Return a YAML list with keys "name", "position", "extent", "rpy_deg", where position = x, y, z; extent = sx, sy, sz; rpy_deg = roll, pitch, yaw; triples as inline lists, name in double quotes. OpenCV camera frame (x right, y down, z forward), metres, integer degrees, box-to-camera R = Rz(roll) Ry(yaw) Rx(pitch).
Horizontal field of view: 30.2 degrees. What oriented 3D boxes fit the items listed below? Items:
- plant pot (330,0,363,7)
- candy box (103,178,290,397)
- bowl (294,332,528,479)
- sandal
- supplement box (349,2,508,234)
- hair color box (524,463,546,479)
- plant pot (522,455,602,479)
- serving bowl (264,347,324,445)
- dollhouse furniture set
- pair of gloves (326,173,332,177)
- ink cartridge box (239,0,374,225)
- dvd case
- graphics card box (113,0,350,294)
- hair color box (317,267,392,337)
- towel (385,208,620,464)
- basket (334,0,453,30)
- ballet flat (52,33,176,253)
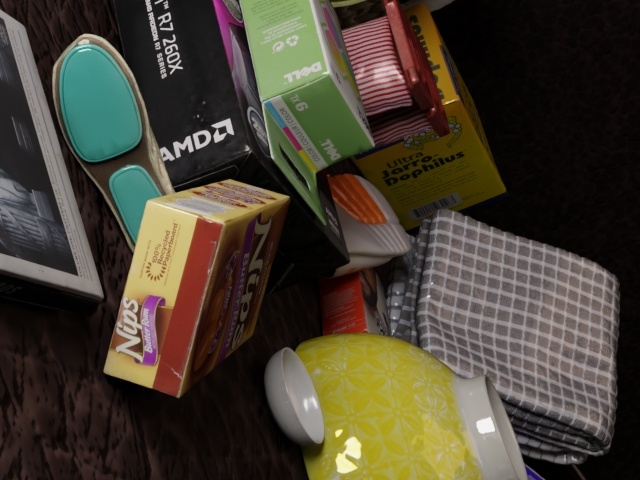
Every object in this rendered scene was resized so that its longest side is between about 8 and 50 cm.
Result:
- name: "plant pot"
  position: [-0.015, -0.448, 1.580]
  extent: [0.293, 0.275, 0.274]
  rpy_deg: [-133, -162, -75]
- name: "candy box"
  position: [-0.073, 0.023, 0.765]
  extent: [0.187, 0.053, 0.109]
  rpy_deg: [-40, 146, -78]
- name: "bowl"
  position: [0.101, 0.203, 1.105]
  extent: [0.289, 0.156, 0.289]
  rpy_deg: [-22, 90, -79]
- name: "sandal"
  position: [-0.005, -0.009, 1.222]
  extent: [0.265, 0.076, 0.102]
  rpy_deg: [-3, 60, -55]
- name: "supplement box"
  position: [0.154, -0.186, 1.936]
  extent: [0.356, 0.195, 0.194]
  rpy_deg: [47, 25, -60]
- name: "hair color box"
  position: [0.240, 0.363, 1.306]
  extent: [0.185, 0.110, 0.339]
  rpy_deg: [66, -8, -13]
- name: "plant pot"
  position: [0.258, 0.303, 1.604]
  extent: [0.167, 0.188, 0.187]
  rpy_deg: [60, 12, -1]
- name: "serving bowl"
  position: [-0.026, 0.131, 0.973]
  extent: [0.083, 0.027, 0.083]
  rpy_deg: [-21, 90, -79]
- name: "dollhouse furniture set"
  position: [-0.018, -0.258, 1.271]
  extent: [0.152, 0.201, 0.374]
  rpy_deg: [44, 28, -64]
- name: "pair of gloves"
  position: [0.015, -0.057, 1.532]
  extent: [0.083, 0.010, 0.074]
  rpy_deg: [37, 32, -74]
- name: "ink cartridge box"
  position: [-0.009, -0.131, 0.967]
  extent: [0.109, 0.062, 0.209]
  rpy_deg: [53, 20, -54]
- name: "dvd case"
  position: [-0.191, -0.063, 0.572]
  extent: [0.239, 0.030, 0.179]
  rpy_deg: [33, 37, -72]
- name: "graphics card box"
  position: [-0.091, -0.161, 1.040]
  extent: [0.233, 0.094, 0.370]
  rpy_deg: [49, 23, -59]
- name: "hair color box"
  position: [0.039, 0.081, 1.293]
  extent: [0.167, 0.053, 0.093]
  rpy_deg: [-98, 162, -53]
- name: "towel"
  position: [0.214, 0.109, 1.374]
  extent: [0.284, 0.121, 0.235]
  rpy_deg: [21, 59, -17]
- name: "basket"
  position: [0.115, -0.561, 2.126]
  extent: [0.266, 0.328, 0.331]
  rpy_deg: [57, 17, -31]
- name: "ballet flat"
  position: [-0.134, -0.060, 0.786]
  extent: [0.052, 0.057, 0.168]
  rpy_deg: [-113, -175, -64]
